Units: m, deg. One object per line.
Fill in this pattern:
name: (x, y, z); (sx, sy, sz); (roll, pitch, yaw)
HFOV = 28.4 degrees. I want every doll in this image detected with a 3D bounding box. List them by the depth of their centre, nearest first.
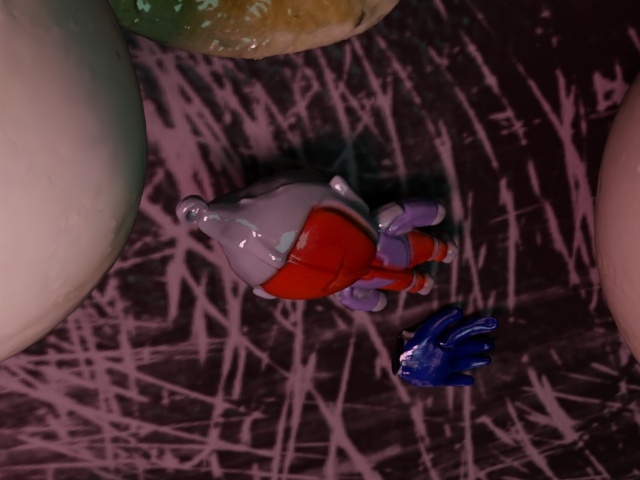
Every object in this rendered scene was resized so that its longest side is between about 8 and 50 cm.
doll: (0.000, 0.000, 0.825); (0.227, 0.075, 0.102); (11, 121, -39)

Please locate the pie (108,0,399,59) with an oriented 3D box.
pie: (-0.045, -0.242, 0.644); (0.337, 0.075, 0.338); (-15, 115, -35)

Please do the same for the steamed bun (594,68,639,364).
steamed bun: (0.346, -0.044, 0.860); (0.374, 0.241, 0.374); (-14, 124, -23)

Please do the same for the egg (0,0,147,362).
egg: (-0.236, -0.068, 0.526); (0.345, 0.283, 0.283); (19, 110, 4)

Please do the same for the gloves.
gloves: (0.095, 0.080, 0.942); (0.086, 0.026, 0.064); (4, 112, -26)
